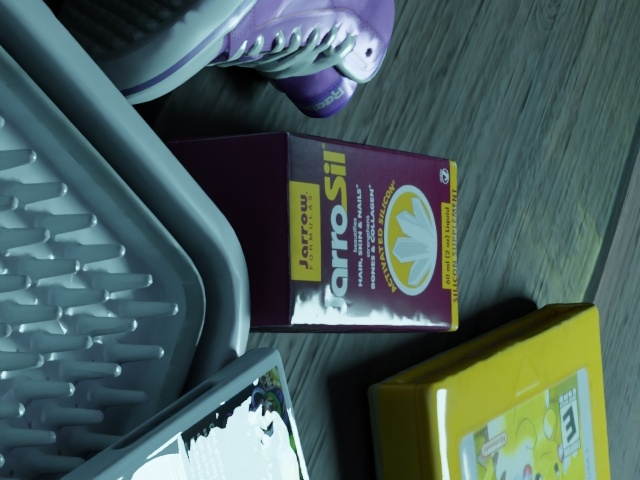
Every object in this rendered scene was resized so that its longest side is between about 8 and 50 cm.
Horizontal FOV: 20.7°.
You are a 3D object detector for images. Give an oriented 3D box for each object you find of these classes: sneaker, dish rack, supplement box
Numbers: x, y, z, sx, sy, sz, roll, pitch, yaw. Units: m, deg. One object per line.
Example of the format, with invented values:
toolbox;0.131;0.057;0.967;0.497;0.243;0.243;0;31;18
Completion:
sneaker;-0.028;-0.114;0.932;0.282;0.102;0.161;-54;134;-46
dish rack;-0.157;0.074;0.730;0.285;0.072;0.333;51;47;-43
supplement box;0.000;0.000;0.980;0.188;0.080;0.104;5;84;-58

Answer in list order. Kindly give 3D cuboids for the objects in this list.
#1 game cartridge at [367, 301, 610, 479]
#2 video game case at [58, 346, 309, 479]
game cartridge;0.135;0.225;1.209;0.285;0.052;0.324;-17;102;-57
video game case;-0.049;0.168;0.812;0.173;0.022;0.190;-32;112;-55
